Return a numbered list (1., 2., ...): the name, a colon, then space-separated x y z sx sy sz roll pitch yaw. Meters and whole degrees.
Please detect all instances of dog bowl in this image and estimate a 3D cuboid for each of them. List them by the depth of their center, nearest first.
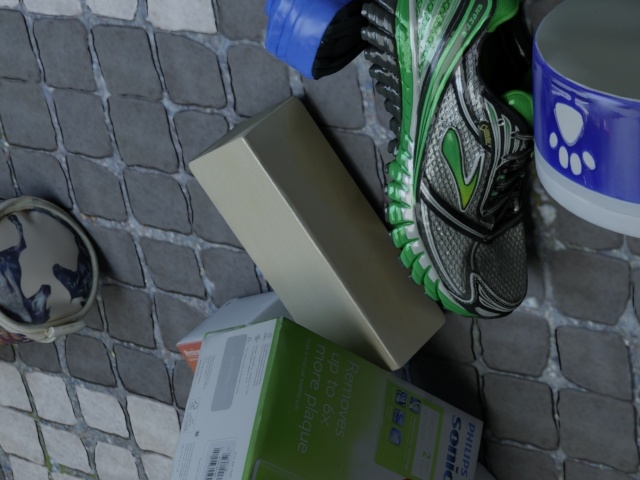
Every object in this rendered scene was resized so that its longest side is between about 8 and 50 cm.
1. dog bowl: 0.284 -0.105 1.158 0.265 0.265 0.104 11 124 31

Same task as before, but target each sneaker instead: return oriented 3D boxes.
1. sneaker: 0.135 -0.079 1.384 0.146 0.134 0.344 7 124 32

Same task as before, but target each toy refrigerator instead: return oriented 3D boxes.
1. toy refrigerator: 0.000 0.000 1.575 0.102 0.094 0.269 -22 106 52

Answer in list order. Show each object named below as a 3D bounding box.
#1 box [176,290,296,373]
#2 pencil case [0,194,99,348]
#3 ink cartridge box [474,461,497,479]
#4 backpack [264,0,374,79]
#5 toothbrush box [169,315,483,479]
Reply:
1. box: -0.047 0.147 1.699 0.130 0.091 0.170 -14 112 55
2. pencil case: -0.429 0.081 1.902 0.410 0.160 0.184 -22 94 44
3. ink cartridge box: 0.132 0.348 1.728 0.158 0.092 0.218 47 134 -2
4. backpack: 0.001 -0.200 1.406 0.101 0.120 0.098 30 135 16
5. toothbrush box: 0.007 0.224 1.536 0.283 0.206 0.122 32 150 -35
